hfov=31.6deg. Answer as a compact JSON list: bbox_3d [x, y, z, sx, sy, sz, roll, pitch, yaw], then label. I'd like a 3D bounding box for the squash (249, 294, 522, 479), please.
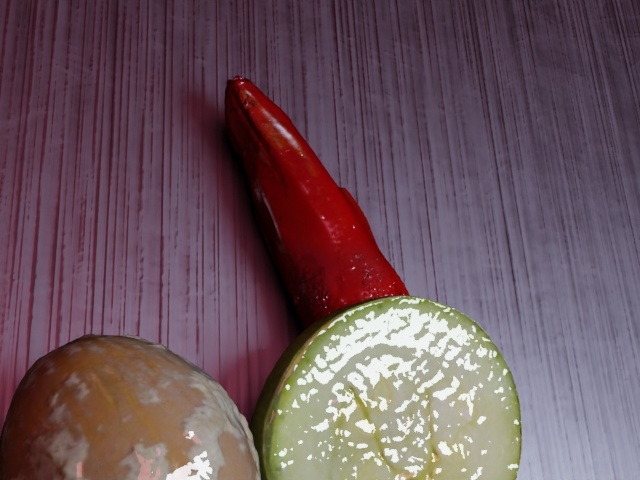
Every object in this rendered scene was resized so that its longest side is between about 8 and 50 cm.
[{"bbox_3d":[0.067,0.173,0.990,0.252,0.049,0.252,1,87,-19],"label":"squash"}]

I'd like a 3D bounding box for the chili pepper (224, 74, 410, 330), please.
[{"bbox_3d":[0.000,0.000,1.092,0.110,0.110,0.387,-17,67,-27],"label":"chili pepper"}]

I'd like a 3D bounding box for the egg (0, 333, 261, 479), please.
[{"bbox_3d":[-0.150,0.184,0.875,0.203,0.203,0.245,-19,66,-28],"label":"egg"}]
